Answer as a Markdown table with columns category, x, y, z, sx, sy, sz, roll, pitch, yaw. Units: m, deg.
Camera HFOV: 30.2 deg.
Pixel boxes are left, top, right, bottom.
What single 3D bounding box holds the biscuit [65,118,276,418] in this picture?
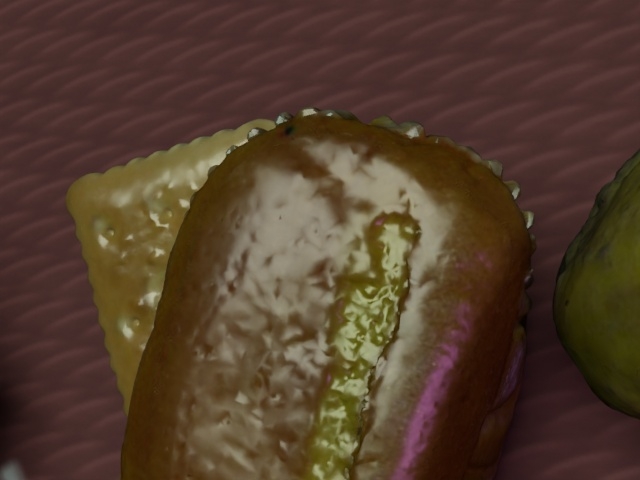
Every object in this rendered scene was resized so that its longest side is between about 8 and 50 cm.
| category | x | y | z | sx | sy | sz | roll | pitch | yaw |
| --- | --- | --- | --- | --- | --- | --- | --- | --- | --- |
| biscuit | -0.063 | 0.060 | 0.747 | 0.160 | 0.030 | 0.250 | -16 | 87 | 14 |

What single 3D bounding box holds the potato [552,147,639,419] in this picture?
| category | x | y | z | sx | sy | sz | roll | pitch | yaw |
| --- | --- | --- | --- | --- | --- | --- | --- | --- | --- |
| potato | 0.244 | 0.000 | 0.592 | 0.266 | 0.229 | 0.229 | -17 | 65 | 12 |

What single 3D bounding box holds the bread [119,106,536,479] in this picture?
| category | x | y | z | sx | sy | sz | roll | pitch | yaw |
| --- | --- | --- | --- | --- | --- | --- | --- | --- | --- |
| bread | 0.009 | 0.076 | 0.639 | 0.204 | 0.156 | 0.288 | 17 | 91 | 7 |
